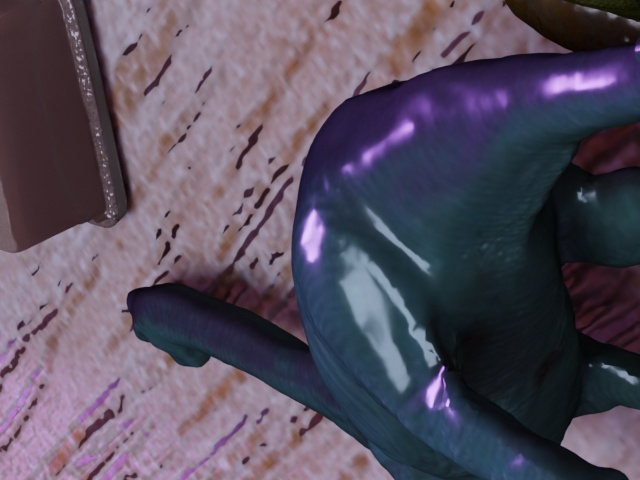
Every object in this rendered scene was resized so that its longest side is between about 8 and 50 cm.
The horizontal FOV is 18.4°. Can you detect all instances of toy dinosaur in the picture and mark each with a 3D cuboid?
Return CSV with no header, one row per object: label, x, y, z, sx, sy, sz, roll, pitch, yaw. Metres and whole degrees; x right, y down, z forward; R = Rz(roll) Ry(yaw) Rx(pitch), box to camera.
toy dinosaur,0.000,0.000,0.654,0.331,0.129,0.383,30,156,32

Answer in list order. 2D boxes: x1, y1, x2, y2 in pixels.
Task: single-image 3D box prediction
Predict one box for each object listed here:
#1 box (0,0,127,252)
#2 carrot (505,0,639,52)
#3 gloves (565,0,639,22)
box,-0.141,-0.056,0.858,0.089,0.062,0.122,18,129,41
carrot,0.151,-0.034,0.556,0.254,0.049,0.049,33,137,26
gloves,0.088,-0.107,0.508,0.268,0.135,0.107,54,145,33
